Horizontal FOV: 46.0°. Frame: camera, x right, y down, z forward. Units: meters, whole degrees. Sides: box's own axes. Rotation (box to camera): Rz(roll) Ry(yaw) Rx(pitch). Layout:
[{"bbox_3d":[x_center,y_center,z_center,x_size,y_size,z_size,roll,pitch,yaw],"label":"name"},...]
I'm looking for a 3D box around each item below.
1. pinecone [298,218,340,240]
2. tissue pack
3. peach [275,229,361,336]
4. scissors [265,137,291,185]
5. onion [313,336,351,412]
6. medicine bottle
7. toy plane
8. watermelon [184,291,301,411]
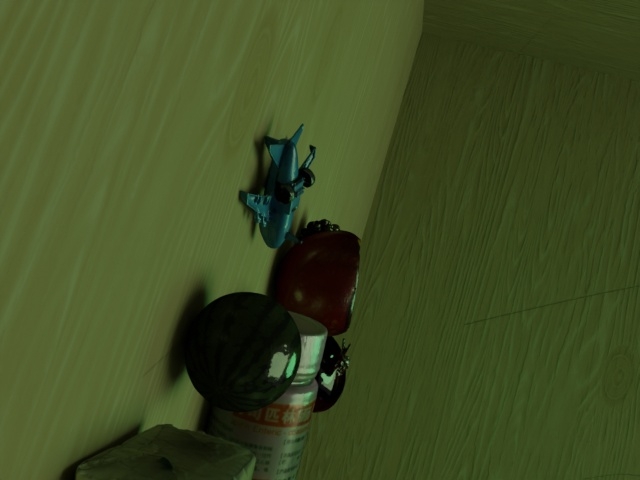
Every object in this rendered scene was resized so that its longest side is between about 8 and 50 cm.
[{"bbox_3d":[0.000,0.002,2.128,0.121,0.140,0.140,-124,-136,-66],"label":"pinecone"},{"bbox_3d":[-0.249,0.484,1.075,0.297,0.207,0.381,7,98,-79],"label":"tissue pack"},{"bbox_3d":[0.006,0.098,1.953,0.248,0.245,0.275,40,-67,54],"label":"peach"},{"bbox_3d":[-0.074,-0.143,1.724,0.317,0.024,0.160,24,81,-81],"label":"scissors"},{"bbox_3d":[0.005,0.408,2.395,0.273,0.285,0.273,37,45,-48],"label":"onion"},{"bbox_3d":[-0.122,0.353,1.632,0.219,0.219,0.389,-18,123,-80],"label":"medicine bottle"},{"bbox_3d":[-0.078,-0.093,1.524,0.254,0.105,0.271,-42,142,-48],"label":"toy plane"},{"bbox_3d":[-0.136,0.193,1.325,0.212,0.212,0.212,15,90,-81],"label":"watermelon"}]
